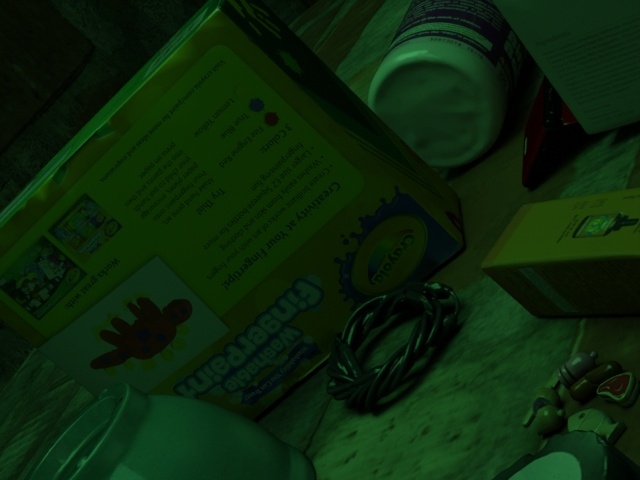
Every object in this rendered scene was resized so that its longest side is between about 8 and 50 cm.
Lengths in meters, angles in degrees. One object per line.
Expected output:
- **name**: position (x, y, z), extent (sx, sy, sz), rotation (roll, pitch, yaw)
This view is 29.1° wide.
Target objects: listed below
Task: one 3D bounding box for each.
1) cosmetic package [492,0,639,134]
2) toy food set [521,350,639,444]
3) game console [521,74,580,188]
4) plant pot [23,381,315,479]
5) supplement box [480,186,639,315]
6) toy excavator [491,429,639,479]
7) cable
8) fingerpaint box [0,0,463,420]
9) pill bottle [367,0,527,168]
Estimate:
- **cosmetic package**: position (0.290, -0.229, 1.169), extent (0.151, 0.183, 0.151), rotation (-15, 35, 46)
- **toy food set**: position (0.192, 0.113, 0.914), extent (0.078, 0.019, 0.122), rotation (-52, 16, -20)
- **game console**: position (0.274, -0.127, 1.319), extent (0.144, 0.085, 0.124), rotation (-71, -3, -58)
- **plant pot**: position (-0.175, 0.262, 1.196), extent (0.293, 0.196, 0.293), rotation (-42, 15, 14)
- **supplement box**: position (0.227, 0.011, 0.974), extent (0.078, 0.080, 0.233), rotation (-52, 14, -17)
- **toy excavator**: position (0.069, 0.253, 0.588), extent (0.445, 0.222, 0.433), rotation (-43, 11, 46)
- **cable**: position (0.065, 0.107, 1.246), extent (0.150, 0.047, 0.184), rotation (-57, 20, -16)
- **fingerpaint box**: position (-0.124, -0.008, 1.410), extent (0.445, 0.371, 0.163), rotation (-42, 16, 20)
- **pill bottle**: position (0.175, -0.237, 1.569), extent (0.169, 0.169, 0.301), rotation (-35, 19, 38)
